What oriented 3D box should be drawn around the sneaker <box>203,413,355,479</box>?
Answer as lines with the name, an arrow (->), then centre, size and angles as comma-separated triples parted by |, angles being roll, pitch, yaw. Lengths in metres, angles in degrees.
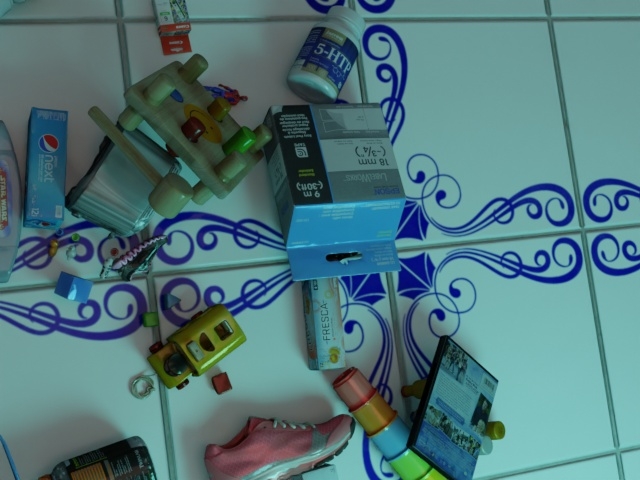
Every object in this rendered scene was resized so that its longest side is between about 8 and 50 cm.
sneaker -> -0.076, 0.382, 1.856 | 0.313, 0.116, 0.136 | -23, 90, -22

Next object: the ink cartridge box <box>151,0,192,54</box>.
ink cartridge box -> -0.290, -0.428, 1.936 | 0.062, 0.029, 0.115 | -11, 86, -23

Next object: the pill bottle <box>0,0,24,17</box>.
pill bottle -> -0.555, -0.513, 1.798 | 0.119, 0.119, 0.208 | 41, 71, -11

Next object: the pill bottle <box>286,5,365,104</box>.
pill bottle -> 0.017, -0.381, 2.004 | 0.112, 0.112, 0.187 | 30, 73, -15

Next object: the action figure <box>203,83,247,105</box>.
action figure -> -0.200, -0.291, 1.953 | 0.115, 0.030, 0.038 | 7, 75, -22

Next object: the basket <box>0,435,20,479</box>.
basket -> -0.584, 0.484, 1.595 | 0.254, 0.201, 0.289 | -28, 104, -21

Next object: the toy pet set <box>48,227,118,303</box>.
toy pet set -> -0.444, 0.048, 1.777 | 0.122, 0.065, 0.114 | 19, 88, -3

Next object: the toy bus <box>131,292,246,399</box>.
toy bus -> -0.238, 0.204, 1.825 | 0.190, 0.104, 0.202 | 11, 78, -19

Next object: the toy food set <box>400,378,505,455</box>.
toy food set -> 0.268, 0.374, 2.019 | 0.232, 0.104, 0.111 | 34, 57, -32

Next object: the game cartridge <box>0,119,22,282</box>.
game cartridge -> -0.633, -0.070, 1.741 | 0.198, 0.062, 0.297 | -2, 83, -17

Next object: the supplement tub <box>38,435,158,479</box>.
supplement tub -> -0.391, 0.428, 1.727 | 0.190, 0.117, 0.117 | -16, 88, -22

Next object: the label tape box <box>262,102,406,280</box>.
label tape box -> 0.035, -0.103, 1.927 | 0.240, 0.106, 0.334 | -5, 67, -21

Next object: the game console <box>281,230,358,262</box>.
game console -> 0.000, 0.000, 1.973 | 0.122, 0.071, 0.107 | 57, 29, 11

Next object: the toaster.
toaster -> -0.359, -0.115, 1.814 | 0.146, 0.129, 0.227 | 35, 70, -17

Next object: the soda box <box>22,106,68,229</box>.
soda box -> -0.499, -0.130, 1.779 | 0.067, 0.071, 0.210 | 5, 74, -21

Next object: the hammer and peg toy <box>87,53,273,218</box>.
hammer and peg toy -> -0.240, -0.197, 1.762 | 0.127, 0.361, 0.266 | -40, 98, 24

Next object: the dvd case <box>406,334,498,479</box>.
dvd case -> 0.264, 0.338, 1.935 | 0.180, 0.022, 0.253 | 41, 54, -27

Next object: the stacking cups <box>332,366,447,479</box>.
stacking cups -> 0.149, 0.386, 1.954 | 0.096, 0.096, 0.316 | -38, 96, -21

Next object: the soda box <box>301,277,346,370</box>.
soda box -> 0.006, 0.166, 1.949 | 0.062, 0.058, 0.183 | -3, 82, -21

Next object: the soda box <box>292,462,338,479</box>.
soda box -> 0.007, 0.544, 1.889 | 0.073, 0.069, 0.216 | -10, 85, -22

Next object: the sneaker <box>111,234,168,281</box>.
sneaker -> -0.333, 0.034, 1.848 | 0.119, 0.047, 0.057 | -35, 102, -14
